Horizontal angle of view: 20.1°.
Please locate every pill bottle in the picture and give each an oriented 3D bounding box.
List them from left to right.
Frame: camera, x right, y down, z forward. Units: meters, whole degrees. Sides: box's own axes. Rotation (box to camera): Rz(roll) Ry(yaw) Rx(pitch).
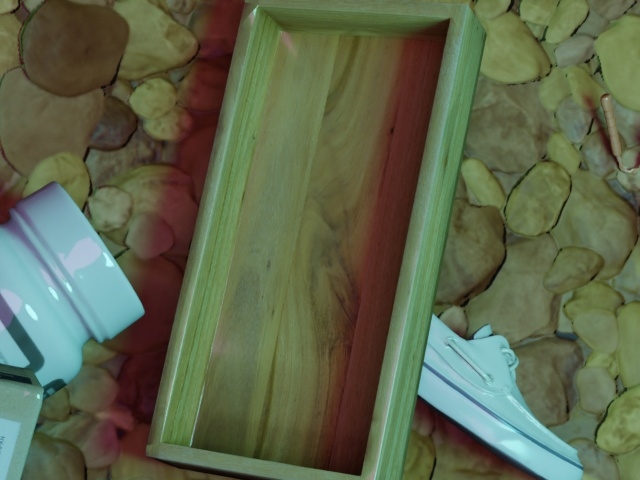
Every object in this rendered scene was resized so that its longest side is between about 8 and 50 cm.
[{"bbox_3d":[-0.298,0.083,1.476,0.283,0.161,0.161,-34,87,-9],"label":"pill bottle"}]

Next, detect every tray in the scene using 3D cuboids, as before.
[{"bbox_3d":[0.000,0.000,1.508,0.203,0.076,0.410,7,78,22],"label":"tray"}]

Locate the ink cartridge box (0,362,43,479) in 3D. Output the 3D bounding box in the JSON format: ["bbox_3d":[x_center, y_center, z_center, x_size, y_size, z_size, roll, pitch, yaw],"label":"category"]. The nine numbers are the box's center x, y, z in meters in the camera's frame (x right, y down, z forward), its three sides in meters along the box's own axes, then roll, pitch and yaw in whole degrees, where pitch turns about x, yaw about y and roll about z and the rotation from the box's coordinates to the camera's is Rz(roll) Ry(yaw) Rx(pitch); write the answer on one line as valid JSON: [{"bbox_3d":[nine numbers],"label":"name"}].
[{"bbox_3d":[-0.332,0.193,1.351,0.193,0.088,0.234,14,93,-17],"label":"ink cartridge box"}]

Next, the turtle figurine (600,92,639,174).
[{"bbox_3d":[0.378,-0.043,1.592,0.217,0.087,0.269,-26,86,-8],"label":"turtle figurine"}]

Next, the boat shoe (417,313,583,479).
[{"bbox_3d":[0.126,0.112,1.550,0.267,0.096,0.088,36,85,8],"label":"boat shoe"}]
